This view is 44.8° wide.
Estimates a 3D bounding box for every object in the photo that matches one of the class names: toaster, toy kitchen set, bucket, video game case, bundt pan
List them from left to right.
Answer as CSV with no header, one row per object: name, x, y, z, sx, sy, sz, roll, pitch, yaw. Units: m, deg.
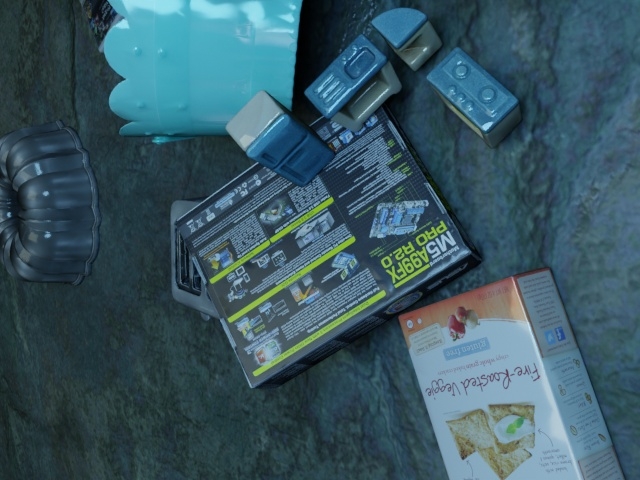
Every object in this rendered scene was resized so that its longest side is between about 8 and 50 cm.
bundt pan,-0.553,-0.065,1.493,0.331,0.124,0.331,12,106,46
video game case,-0.346,-0.435,1.268,0.190,0.022,0.173,-41,66,43
bucket,-0.111,-0.239,0.835,0.281,0.183,0.281,-174,90,-87
toaster,-0.105,0.020,1.008,0.168,0.110,0.186,14,107,46
toy kitchen set,0.053,-0.108,0.725,0.207,0.122,0.166,-45,65,10

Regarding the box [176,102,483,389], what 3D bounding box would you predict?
box,0.000,0.000,0.829,0.270,0.060,0.216,-34,69,14

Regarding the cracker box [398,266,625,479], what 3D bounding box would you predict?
cracker box,0.179,0.159,0.742,0.155,0.067,0.232,-28,76,48
